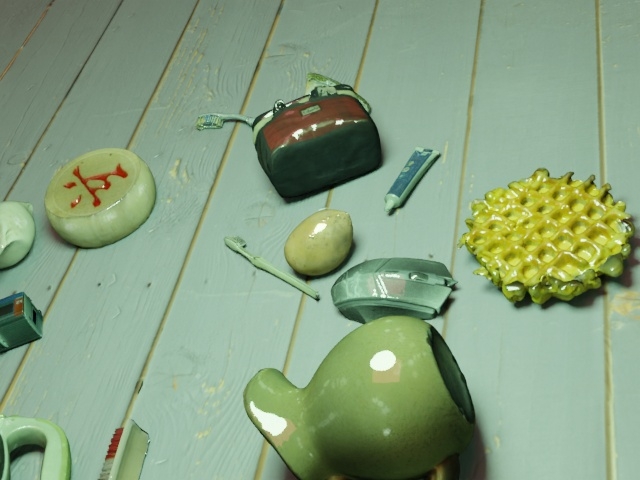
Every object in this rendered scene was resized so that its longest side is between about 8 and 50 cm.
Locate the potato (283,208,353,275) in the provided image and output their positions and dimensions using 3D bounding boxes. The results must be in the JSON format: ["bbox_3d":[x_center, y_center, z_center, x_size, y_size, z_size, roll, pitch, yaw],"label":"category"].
[{"bbox_3d":[-0.003,0.001,1.815,0.147,0.112,0.112,-36,43,-5],"label":"potato"}]

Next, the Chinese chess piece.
[{"bbox_3d":[-0.488,-0.096,2.125,0.249,0.103,0.250,-11,44,10],"label":"Chinese chess piece"}]

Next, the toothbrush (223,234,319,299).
[{"bbox_3d":[-0.099,0.051,1.858,0.028,0.026,0.294,-27,39,-28],"label":"toothbrush"}]

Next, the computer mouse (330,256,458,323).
[{"bbox_3d":[0.126,0.079,1.696,0.231,0.071,0.126,-4,45,19],"label":"computer mouse"}]

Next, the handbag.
[{"bbox_3d":[-0.013,-0.217,1.991,0.254,0.181,0.181,-21,43,-4],"label":"handbag"}]

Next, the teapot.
[{"bbox_3d":[-0.599,0.358,1.598,0.321,0.240,0.239,-20,28,10],"label":"teapot"}]

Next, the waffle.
[{"bbox_3d":[0.395,-0.005,1.676,0.329,0.062,0.329,-11,43,10],"label":"waffle"}]

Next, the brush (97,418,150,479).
[{"bbox_3d":[-0.342,0.435,1.532,0.050,0.060,0.321,-18,39,24],"label":"brush"}]

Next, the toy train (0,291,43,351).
[{"bbox_3d":[-0.763,0.220,1.918,0.409,0.086,0.089,-21,43,1],"label":"toy train"}]

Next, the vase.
[{"bbox_3d":[0.075,0.295,1.407,0.302,0.241,0.329,-25,66,15],"label":"vase"}]

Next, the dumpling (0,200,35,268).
[{"bbox_3d":[-0.724,-0.003,2.119,0.179,0.131,0.252,-35,26,19],"label":"dumpling"}]

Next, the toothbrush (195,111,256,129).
[{"bbox_3d":[-0.111,-0.275,2.203,0.413,0.035,0.042,3,68,27],"label":"toothbrush"}]

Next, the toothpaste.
[{"bbox_3d":[0.176,-0.124,1.919,0.057,0.035,0.197,15,50,28],"label":"toothpaste"}]

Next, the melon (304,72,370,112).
[{"bbox_3d":[0.010,-0.326,2.151,0.202,0.139,0.093,18,76,36],"label":"melon"}]
